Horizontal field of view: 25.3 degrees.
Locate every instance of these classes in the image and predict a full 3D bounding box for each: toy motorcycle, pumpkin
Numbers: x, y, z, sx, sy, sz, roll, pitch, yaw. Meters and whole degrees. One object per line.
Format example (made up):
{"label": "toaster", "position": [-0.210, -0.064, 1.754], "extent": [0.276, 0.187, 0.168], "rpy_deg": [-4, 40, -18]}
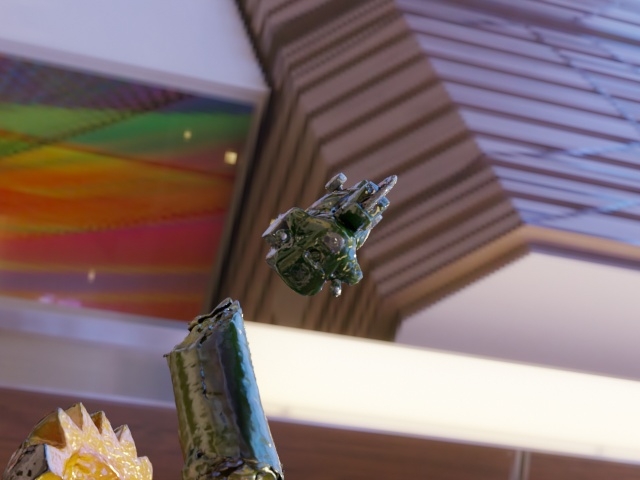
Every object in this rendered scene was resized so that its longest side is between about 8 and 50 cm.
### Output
{"label": "toy motorcycle", "position": [0.000, 0.000, 1.858], "extent": [0.187, 0.125, 0.274], "rpy_deg": [-46, -174, -21]}
{"label": "pumpkin", "position": [-0.270, 0.256, 1.451], "extent": [0.149, 0.254, 0.130], "rpy_deg": [-32, -125, 10]}

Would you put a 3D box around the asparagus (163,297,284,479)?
{"label": "asparagus", "position": [-0.134, 0.192, 1.834], "extent": [0.382, 0.128, 0.108], "rpy_deg": [-107, -150, -49]}
